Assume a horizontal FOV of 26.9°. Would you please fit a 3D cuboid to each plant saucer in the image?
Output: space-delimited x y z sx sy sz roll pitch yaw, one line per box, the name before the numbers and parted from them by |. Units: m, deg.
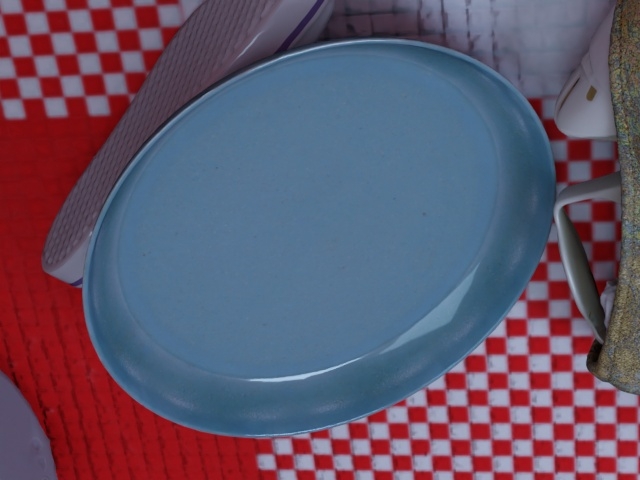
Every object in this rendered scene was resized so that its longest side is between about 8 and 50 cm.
plant saucer | 0.000 0.000 0.867 0.318 0.043 0.317 -13 132 -15

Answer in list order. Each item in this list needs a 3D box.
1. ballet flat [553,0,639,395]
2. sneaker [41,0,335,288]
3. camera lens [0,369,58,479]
ballet flat | 0.201 -0.047 0.837 0.123 0.123 0.348 -3 119 11
sneaker | -0.046 -0.057 0.893 0.161 0.102 0.282 28 119 -26
camera lens | -0.367 0.215 1.018 0.274 0.219 0.219 -25 113 22
